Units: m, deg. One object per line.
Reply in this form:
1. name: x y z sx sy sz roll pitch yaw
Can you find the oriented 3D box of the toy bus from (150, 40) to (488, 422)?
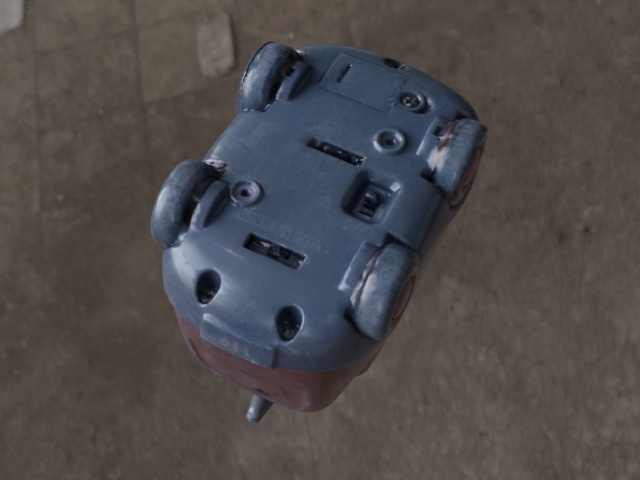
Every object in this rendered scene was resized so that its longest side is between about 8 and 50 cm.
1. toy bus: 0.000 0.000 1.074 0.197 0.232 0.294 22 57 12
